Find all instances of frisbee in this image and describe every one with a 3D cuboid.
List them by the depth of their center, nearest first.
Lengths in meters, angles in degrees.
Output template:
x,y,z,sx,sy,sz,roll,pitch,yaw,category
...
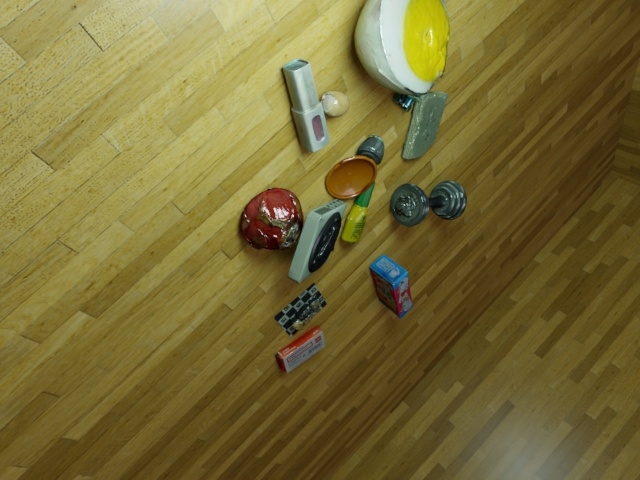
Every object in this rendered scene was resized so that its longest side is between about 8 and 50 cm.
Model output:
x,y,z,sx,sy,sz,roll,pitch,yaw,category
0.106,-0.225,1.489,0.192,0.035,0.191,-13,141,-11,frisbee

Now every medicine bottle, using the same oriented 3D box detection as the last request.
x,y,z,sx,sy,sz,roll,pitch,yaw,category
0.148,-0.111,1.619,0.095,0.064,0.260,-8,125,-43,medicine bottle

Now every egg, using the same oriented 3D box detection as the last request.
x,y,z,sx,sy,sz,roll,pitch,yaw,category
0.206,-0.570,1.208,0.337,0.201,0.336,-4,96,-42,egg
0.047,-0.409,1.276,0.097,0.080,0.080,-2,120,-47,egg

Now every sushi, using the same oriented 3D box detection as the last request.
x,y,z,sx,sy,sz,roll,pitch,yaw,category
-0.062,0.302,1.750,0.215,0.051,0.192,-41,140,-12,sushi

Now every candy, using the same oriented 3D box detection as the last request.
x,y,z,sx,sy,sz,roll,pitch,yaw,category
0.336,0.218,1.985,0.100,0.157,0.305,-38,139,-16,candy

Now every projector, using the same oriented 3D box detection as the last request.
x,y,z,sx,sy,sz,roll,pitch,yaw,category
0.000,0.000,1.482,0.257,0.079,0.258,-34,146,-62,projector

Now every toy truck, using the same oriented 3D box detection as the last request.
x,y,z,sx,sy,sz,roll,pitch,yaw,category
0.325,-0.521,1.459,0.080,0.078,0.154,16,107,-50,toy truck

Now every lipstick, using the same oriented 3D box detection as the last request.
x,y,z,sx,sy,sz,roll,pitch,yaw,category
-0.040,-0.382,1.216,0.079,0.077,0.252,-35,137,-19,lipstick

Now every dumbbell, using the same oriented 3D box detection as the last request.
x,y,z,sx,sy,sz,roll,pitch,yaw,category
0.460,-0.160,1.794,0.407,0.179,0.178,-9,125,-39,dumbbell

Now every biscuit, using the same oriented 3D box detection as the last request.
x,y,z,sx,sy,sz,roll,pitch,yaw,category
0.396,-0.434,1.616,0.150,0.052,0.252,-15,130,-37,biscuit

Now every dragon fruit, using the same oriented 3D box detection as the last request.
x,y,z,sx,sy,sz,roll,pitch,yaw,category
-0.123,-0.043,1.343,0.218,0.148,0.223,-41,141,-14,dragon fruit

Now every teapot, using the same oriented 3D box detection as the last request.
x,y,z,sx,sy,sz,roll,pitch,yaw,category
0.178,-0.318,1.490,0.092,0.124,0.090,29,73,-10,teapot

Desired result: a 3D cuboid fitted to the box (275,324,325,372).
x,y,z,sx,sy,sz,roll,pitch,yaw,category
-0.084,0.480,1.869,0.230,0.050,0.122,-31,135,-23,box
